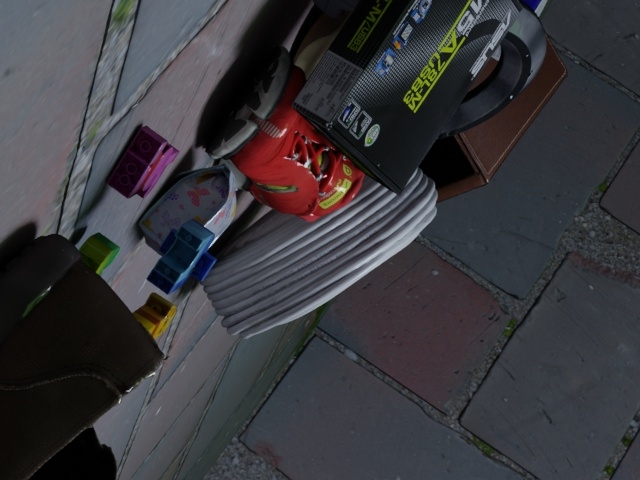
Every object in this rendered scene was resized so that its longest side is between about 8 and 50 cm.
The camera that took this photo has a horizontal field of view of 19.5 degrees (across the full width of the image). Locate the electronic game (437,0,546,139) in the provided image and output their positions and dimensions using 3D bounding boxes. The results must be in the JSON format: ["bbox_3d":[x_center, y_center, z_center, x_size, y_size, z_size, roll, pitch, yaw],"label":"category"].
[{"bbox_3d":[0.112,-0.170,1.841,0.229,0.048,0.229,-12,149,-7],"label":"electronic game"}]

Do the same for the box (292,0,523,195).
[{"bbox_3d":[0.072,-0.146,1.466,0.190,0.045,0.184,-56,153,-2],"label":"box"}]

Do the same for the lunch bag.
[{"bbox_3d":[-0.101,-0.023,1.480,0.083,0.053,0.071,-45,171,-9],"label":"lunch bag"}]

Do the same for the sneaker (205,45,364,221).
[{"bbox_3d":[-0.017,-0.076,1.534,0.107,0.118,0.279,-56,175,-5],"label":"sneaker"}]

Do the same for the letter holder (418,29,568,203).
[{"bbox_3d":[0.128,-0.196,2.120,0.152,0.214,0.302,-21,-162,34],"label":"letter holder"}]

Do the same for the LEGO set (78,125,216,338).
[{"bbox_3d":[-0.134,0.031,1.317,0.227,0.087,0.093,-56,175,17],"label":"LEGO set"}]

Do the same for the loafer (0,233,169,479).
[{"bbox_3d":[-0.209,0.165,1.215,0.134,0.130,0.366,-49,172,-52],"label":"loafer"}]

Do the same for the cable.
[{"bbox_3d":[0.000,0.000,1.870,0.257,0.089,0.257,-34,-173,-21],"label":"cable"}]

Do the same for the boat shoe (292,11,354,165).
[{"bbox_3d":[0.027,-0.108,1.711,0.123,0.123,0.342,-53,175,-27],"label":"boat shoe"}]

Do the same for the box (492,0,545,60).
[{"bbox_3d":[0.161,-0.262,1.903,0.072,0.137,0.126,-56,175,-15],"label":"box"}]

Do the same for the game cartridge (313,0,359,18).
[{"bbox_3d":[0.081,-0.308,1.376,0.196,0.060,0.294,-49,173,-27],"label":"game cartridge"}]
